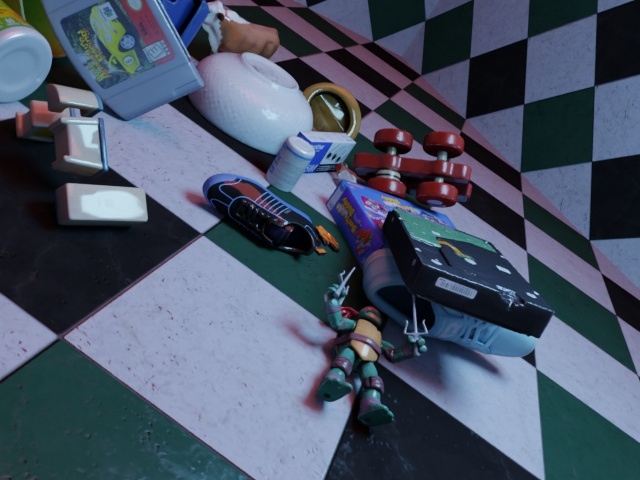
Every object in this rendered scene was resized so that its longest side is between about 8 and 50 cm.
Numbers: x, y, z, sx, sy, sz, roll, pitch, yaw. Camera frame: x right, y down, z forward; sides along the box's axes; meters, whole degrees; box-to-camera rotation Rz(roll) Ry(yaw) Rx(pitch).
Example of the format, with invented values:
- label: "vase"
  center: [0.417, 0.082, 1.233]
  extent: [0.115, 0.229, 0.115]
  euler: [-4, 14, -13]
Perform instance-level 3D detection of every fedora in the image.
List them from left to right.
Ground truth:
- label: "fedora"
  center: [0.019, -0.346, 1.666]
  extent: [0.194, 0.194, 0.079]
  euler: [30, -9, -10]

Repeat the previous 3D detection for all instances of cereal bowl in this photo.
- label: "cereal bowl"
  center: [-0.156, -0.365, 1.477]
  extent: [0.339, 0.141, 0.339]
  euler: [28, 28, -16]

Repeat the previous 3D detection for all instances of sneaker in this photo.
- label: "sneaker"
  center: [-0.104, -0.044, 1.071]
  extent: [0.232, 0.081, 0.090]
  euler: [24, 21, -24]
- label: "sneaker"
  center: [0.239, 0.150, 1.107]
  extent: [0.366, 0.135, 0.150]
  euler: [23, 28, 0]

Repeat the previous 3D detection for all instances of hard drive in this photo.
- label: "hard drive"
  center: [0.246, 0.044, 1.070]
  extent: [0.237, 0.064, 0.339]
  euler: [20, 18, -9]

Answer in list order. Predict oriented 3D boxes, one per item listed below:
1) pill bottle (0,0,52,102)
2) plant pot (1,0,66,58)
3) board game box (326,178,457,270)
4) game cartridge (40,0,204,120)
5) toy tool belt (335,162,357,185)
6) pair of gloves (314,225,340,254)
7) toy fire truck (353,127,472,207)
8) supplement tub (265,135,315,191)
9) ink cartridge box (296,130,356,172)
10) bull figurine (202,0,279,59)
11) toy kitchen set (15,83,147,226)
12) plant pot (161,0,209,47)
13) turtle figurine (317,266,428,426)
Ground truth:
- label: "pill bottle"
  center: [-0.579, -0.351, 0.969]
  extent: [0.246, 0.136, 0.136]
  euler: [40, 27, 10]
- label: "plant pot"
  center: [-0.617, -0.524, 1.118]
  extent: [0.294, 0.274, 0.274]
  euler: [18, 27, 3]
- label: "board game box"
  center: [0.205, -0.002, 1.360]
  extent: [0.347, 0.078, 0.233]
  euler: [15, 32, -34]
- label: "game cartridge"
  center: [-0.369, -0.373, 1.079]
  extent: [0.060, 0.196, 0.294]
  euler: [-100, 166, -54]
- label: "toy tool belt"
  center: [0.067, -0.151, 1.492]
  extent: [0.051, 0.052, 0.083]
  euler: [53, 8, -52]
- label: "pair of gloves"
  center: [0.000, 0.000, 1.198]
  extent: [0.074, 0.010, 0.083]
  euler: [48, 32, 22]
- label: "toy fire truck"
  center: [0.242, -0.162, 1.529]
  extent: [0.303, 0.169, 0.254]
  euler: [7, -12, 12]
- label: "supplement tub"
  center: [-0.066, -0.168, 1.289]
  extent: [0.071, 0.107, 0.071]
  euler: [28, 27, -15]
- label: "ink cartridge box"
  center: [-0.002, -0.217, 1.455]
  extent: [0.046, 0.097, 0.207]
  euler: [45, 29, 20]
- label: "bull figurine"
  center: [-0.233, -0.538, 1.614]
  extent: [0.101, 0.188, 0.310]
  euler: [47, 29, 24]
- label: "toy kitchen set"
  center: [-0.371, -0.114, 0.905]
  extent: [0.122, 0.166, 0.207]
  euler: [1, 79, -48]
- label: "plant pot"
  center: [-0.416, -0.569, 1.421]
  extent: [0.212, 0.236, 0.236]
  euler: [19, 31, -42]
- label: "turtle figurine"
  center: [0.072, 0.157, 0.906]
  extent: [0.175, 0.118, 0.234]
  euler: [20, 43, -2]
